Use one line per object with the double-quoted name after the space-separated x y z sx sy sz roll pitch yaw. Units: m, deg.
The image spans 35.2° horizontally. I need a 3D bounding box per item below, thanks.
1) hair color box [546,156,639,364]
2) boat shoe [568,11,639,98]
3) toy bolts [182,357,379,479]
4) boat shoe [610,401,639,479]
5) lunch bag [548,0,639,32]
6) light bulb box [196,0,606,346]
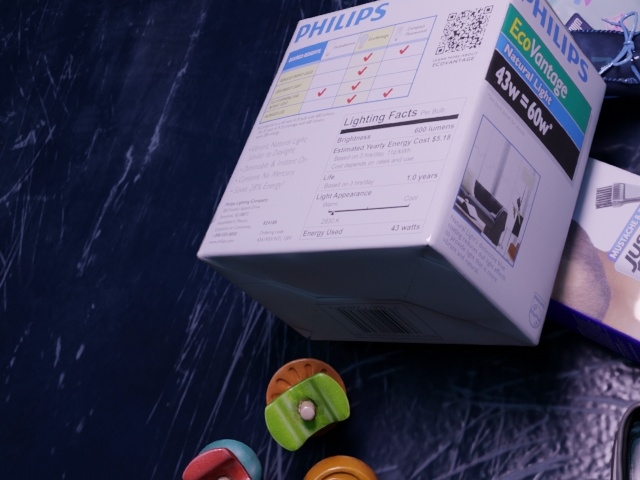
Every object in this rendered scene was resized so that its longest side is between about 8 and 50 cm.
0.339 0.017 1.205 0.338 0.110 0.185 27 79 39 "hair color box"
0.404 -0.233 1.252 0.258 0.089 0.109 2 72 -4 "boat shoe"
-0.046 0.281 1.283 0.228 0.158 0.218 -28 93 0 "toy bolts"
0.343 0.327 1.030 0.112 0.095 0.335 -11 59 24 "boat shoe"
0.294 -0.285 1.374 0.262 0.160 0.223 37 81 25 "lunch bag"
0.100 -0.087 1.198 0.357 0.225 0.361 -3 57 44 "light bulb box"
